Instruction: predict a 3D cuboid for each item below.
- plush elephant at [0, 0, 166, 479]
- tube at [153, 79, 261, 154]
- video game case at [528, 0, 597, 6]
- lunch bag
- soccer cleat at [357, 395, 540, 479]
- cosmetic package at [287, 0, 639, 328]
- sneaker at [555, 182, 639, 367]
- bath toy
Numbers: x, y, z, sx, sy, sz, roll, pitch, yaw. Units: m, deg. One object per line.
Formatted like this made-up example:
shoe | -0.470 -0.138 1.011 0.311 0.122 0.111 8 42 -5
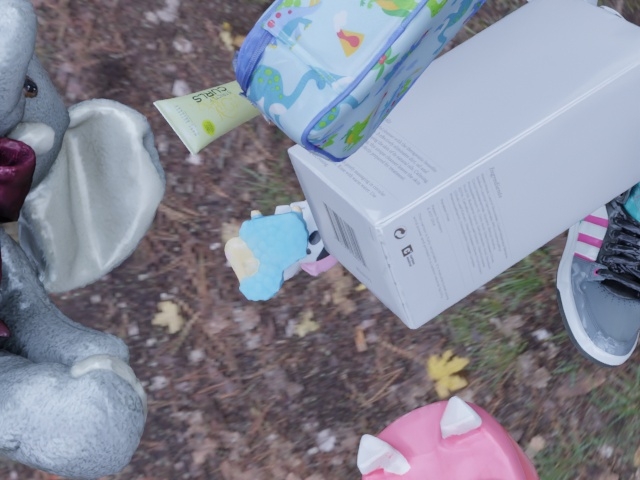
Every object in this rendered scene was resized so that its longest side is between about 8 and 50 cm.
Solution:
plush elephant | -0.219 -0.030 0.746 0.271 0.330 0.255 23 77 -18
tube | -0.148 -0.190 1.920 0.070 0.240 0.062 16 115 24
video game case | 0.297 -0.372 1.649 0.023 0.201 0.183 -14 42 -18
lunch bag | 0.044 -0.158 0.910 0.090 0.176 0.219 43 98 11
soccer cleat | 0.071 0.168 0.451 0.083 0.095 0.248 -25 49 13
cosmetic package | 0.177 -0.096 1.381 0.365 0.155 0.197 -30 38 -12
sneaker | 0.377 -0.006 1.544 0.123 0.296 0.178 22 142 -13
bath toy | 0.000 0.000 1.927 0.151 0.348 0.129 -5 96 31
